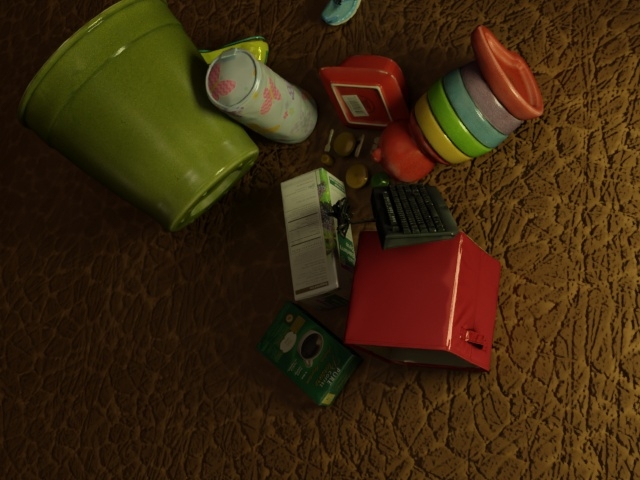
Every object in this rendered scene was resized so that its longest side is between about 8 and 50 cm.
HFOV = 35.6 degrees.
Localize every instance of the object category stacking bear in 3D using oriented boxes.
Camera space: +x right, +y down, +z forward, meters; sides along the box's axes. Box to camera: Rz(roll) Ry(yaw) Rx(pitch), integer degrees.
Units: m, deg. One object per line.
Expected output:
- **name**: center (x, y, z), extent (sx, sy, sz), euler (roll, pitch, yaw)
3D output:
- **stacking bear**: center (0.222, -0.205, 1.726), extent (0.289, 0.175, 0.164), euler (-34, 54, 28)

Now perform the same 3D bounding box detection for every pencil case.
- **pencil case**: center (-0.104, -0.266, 1.863), extent (0.114, 0.273, 0.124), euler (6, 85, 25)

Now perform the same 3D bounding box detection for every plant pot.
- **plant pot**: center (-0.318, -0.215, 1.908), extent (0.366, 0.366, 0.353), euler (-43, 88, 12)

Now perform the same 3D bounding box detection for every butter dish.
- **butter dish**: center (0.101, -0.288, 1.838), extent (0.160, 0.160, 0.118), euler (8, 56, 31)

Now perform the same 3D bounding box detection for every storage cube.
- **storage cube**: center (0.173, 0.100, 1.633), extent (0.215, 0.184, 0.193), euler (0, 73, 31)

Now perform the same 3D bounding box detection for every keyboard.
- **keyboard**: center (0.110, -0.045, 1.645), extent (0.202, 0.317, 0.033), euler (-9, 106, 2)

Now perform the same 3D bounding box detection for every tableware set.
- **tableware set**: center (0.070, -0.148, 1.870), extent (0.154, 0.024, 0.104), euler (15, 86, 32)

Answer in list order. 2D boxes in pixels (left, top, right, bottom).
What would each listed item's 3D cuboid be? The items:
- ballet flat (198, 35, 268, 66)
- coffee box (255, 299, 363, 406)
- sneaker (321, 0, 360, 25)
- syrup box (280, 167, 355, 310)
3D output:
- **ballet flat**: center (-0.210, -0.368, 2.077), extent (0.231, 0.077, 0.077), euler (-6, 88, 27)
- **coffee box**: center (-0.022, 0.203, 1.799), extent (0.184, 0.040, 0.113), euler (36, 94, 34)
- **sneaker**: center (0.051, -0.498, 1.960), extent (0.063, 0.073, 0.162), euler (42, 97, 33)
- **syrup box**: center (0.000, 0.000, 1.819), extent (0.096, 0.093, 0.236), euler (-19, 66, 24)
